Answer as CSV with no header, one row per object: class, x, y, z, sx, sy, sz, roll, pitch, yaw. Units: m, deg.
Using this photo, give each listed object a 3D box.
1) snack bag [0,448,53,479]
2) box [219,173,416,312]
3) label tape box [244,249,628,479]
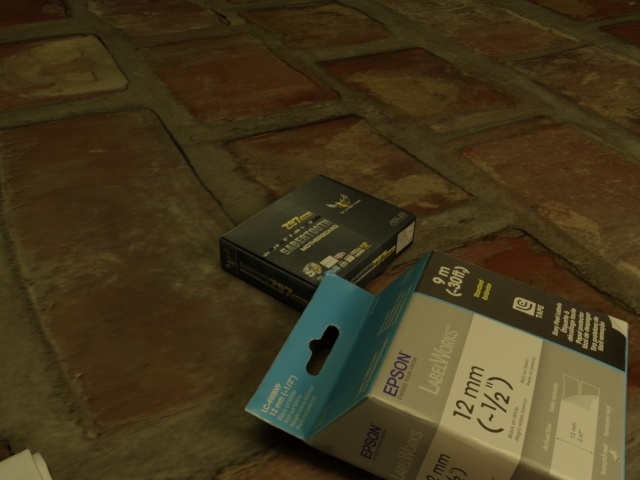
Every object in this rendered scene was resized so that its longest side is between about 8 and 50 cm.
snack bag,-0.299,0.341,0.513,0.323,0.037,0.342,-24,43,-32
box,0.000,0.000,1.001,0.183,0.059,0.232,25,41,29
label tape box,0.132,0.134,0.740,0.347,0.115,0.249,23,39,10
